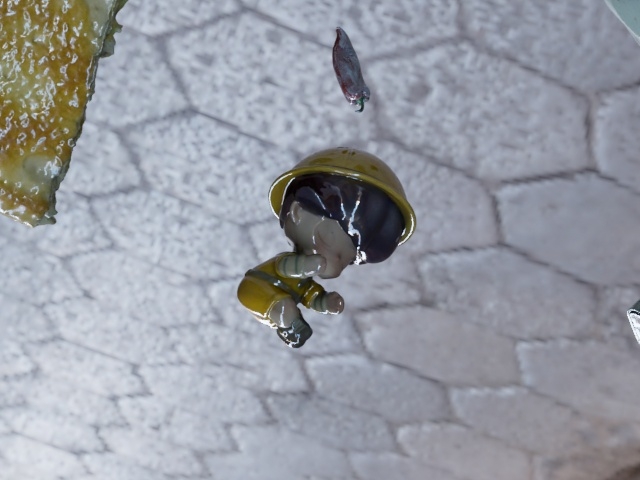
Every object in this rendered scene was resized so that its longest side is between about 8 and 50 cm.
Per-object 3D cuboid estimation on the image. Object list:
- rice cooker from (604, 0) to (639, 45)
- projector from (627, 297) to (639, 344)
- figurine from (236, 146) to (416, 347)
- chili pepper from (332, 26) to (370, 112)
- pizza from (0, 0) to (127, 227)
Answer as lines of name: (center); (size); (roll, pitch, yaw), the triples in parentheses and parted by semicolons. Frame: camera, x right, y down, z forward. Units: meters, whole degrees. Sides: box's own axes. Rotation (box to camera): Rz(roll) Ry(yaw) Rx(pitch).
rice cooker: (0.389, -0.218, 1.267); (0.244, 0.226, 0.226); (48, 153, -3)
projector: (0.407, 0.088, 1.593); (0.083, 0.082, 0.083); (30, 155, 49)
figurine: (-0.004, -0.003, 1.776); (0.167, 0.257, 0.192); (36, 166, 23)
chili pepper: (0.045, -0.265, 2.237); (0.041, 0.153, 0.050); (-25, 159, 15)
pizza: (-0.268, -0.170, 1.318); (0.280, 0.287, 0.075); (53, 174, -20)
